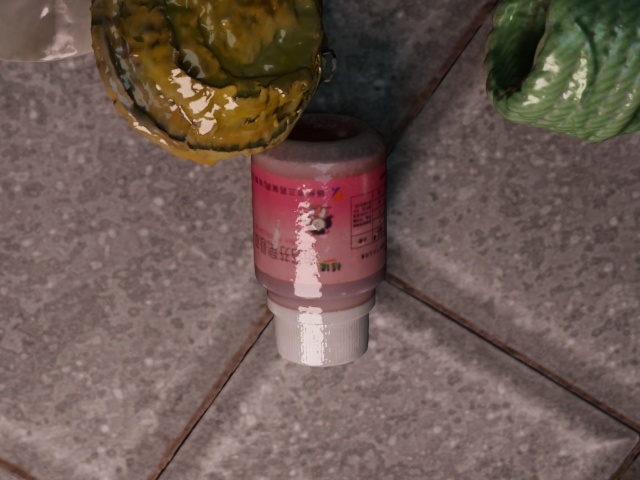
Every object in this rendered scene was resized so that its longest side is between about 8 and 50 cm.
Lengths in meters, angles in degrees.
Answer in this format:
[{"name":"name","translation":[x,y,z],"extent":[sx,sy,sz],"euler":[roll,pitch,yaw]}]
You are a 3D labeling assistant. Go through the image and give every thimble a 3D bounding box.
[{"name":"thimble","translation":[0.262,-0.209,1.558],"extent":[0.150,0.219,0.219],"euler":[12,109,-13]}]

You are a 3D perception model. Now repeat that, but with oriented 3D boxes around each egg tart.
[{"name":"egg tart","translation":[-0.081,-0.209,1.507],"extent":[0.290,0.107,0.291],"euler":[3,85,-36]}]

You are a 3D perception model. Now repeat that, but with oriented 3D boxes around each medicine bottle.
[{"name":"medicine bottle","translation":[0.000,0.000,1.643],"extent":[0.147,0.147,0.247],"euler":[-3,111,-5]}]

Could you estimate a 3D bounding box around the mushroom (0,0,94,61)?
[{"name":"mushroom","translation":[-0.261,-0.362,1.488],"extent":[0.177,0.126,0.397],"euler":[6,114,1]}]
